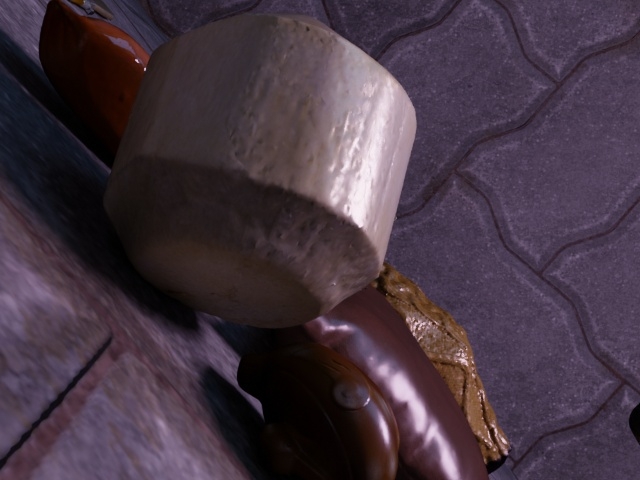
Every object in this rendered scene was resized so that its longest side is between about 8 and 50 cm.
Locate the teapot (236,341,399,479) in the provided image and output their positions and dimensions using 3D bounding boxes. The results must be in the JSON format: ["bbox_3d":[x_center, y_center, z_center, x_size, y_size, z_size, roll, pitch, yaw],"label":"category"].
[{"bbox_3d":[-0.008,0.117,0.479,0.129,0.078,0.098,42,-44,39],"label":"teapot"}]

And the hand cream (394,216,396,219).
[{"bbox_3d":[0.000,0.000,0.904,0.076,0.174,0.047,52,3,15],"label":"hand cream"}]

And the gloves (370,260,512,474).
[{"bbox_3d":[0.113,0.151,0.990,0.356,0.155,0.203,48,0,-3],"label":"gloves"}]

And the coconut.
[{"bbox_3d":[-0.038,-0.060,0.534,0.202,0.221,0.202,13,-26,6],"label":"coconut"}]

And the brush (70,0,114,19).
[{"bbox_3d":[-0.411,-0.426,1.327,0.085,0.020,0.336,51,3,-10],"label":"brush"}]

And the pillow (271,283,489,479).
[{"bbox_3d":[0.065,0.153,0.735,0.305,0.108,0.308,55,7,-4],"label":"pillow"}]

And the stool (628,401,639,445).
[{"bbox_3d":[0.320,0.322,0.619,0.226,0.310,0.310,50,1,-17],"label":"stool"}]

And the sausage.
[{"bbox_3d":[-0.131,-0.077,0.704,0.097,0.094,0.348,34,-9,50],"label":"sausage"}]
